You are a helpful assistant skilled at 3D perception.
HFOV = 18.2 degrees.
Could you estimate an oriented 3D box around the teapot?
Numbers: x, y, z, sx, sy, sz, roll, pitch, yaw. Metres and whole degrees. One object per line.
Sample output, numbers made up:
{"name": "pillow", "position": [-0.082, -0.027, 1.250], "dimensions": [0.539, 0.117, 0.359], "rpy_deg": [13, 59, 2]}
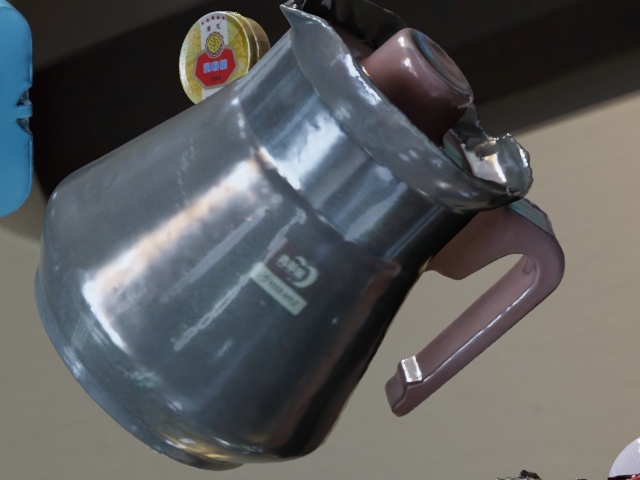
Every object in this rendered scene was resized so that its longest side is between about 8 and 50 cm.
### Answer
{"name": "teapot", "position": [0.000, 0.000, 1.616], "dimensions": [0.376, 0.362, 0.305], "rpy_deg": [33, -155, -30]}

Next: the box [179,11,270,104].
{"name": "box", "position": [-0.100, -0.186, 2.082], "dimensions": [0.037, 0.105, 0.105], "rpy_deg": [7, -114, -50]}

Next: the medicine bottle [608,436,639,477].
{"name": "medicine bottle", "position": [0.368, 0.299, 1.915], "dimensions": [0.133, 0.133, 0.249], "rpy_deg": [60, -175, -31]}

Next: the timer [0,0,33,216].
{"name": "timer", "position": [-0.412, -0.128, 1.968], "dimensions": [0.091, 0.250, 0.232], "rpy_deg": [-130, 39, -56]}

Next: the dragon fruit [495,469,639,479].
{"name": "dragon fruit", "position": [0.187, 0.357, 1.740], "dimensions": [0.100, 0.282, 0.343], "rpy_deg": [-98, 7, -62]}
